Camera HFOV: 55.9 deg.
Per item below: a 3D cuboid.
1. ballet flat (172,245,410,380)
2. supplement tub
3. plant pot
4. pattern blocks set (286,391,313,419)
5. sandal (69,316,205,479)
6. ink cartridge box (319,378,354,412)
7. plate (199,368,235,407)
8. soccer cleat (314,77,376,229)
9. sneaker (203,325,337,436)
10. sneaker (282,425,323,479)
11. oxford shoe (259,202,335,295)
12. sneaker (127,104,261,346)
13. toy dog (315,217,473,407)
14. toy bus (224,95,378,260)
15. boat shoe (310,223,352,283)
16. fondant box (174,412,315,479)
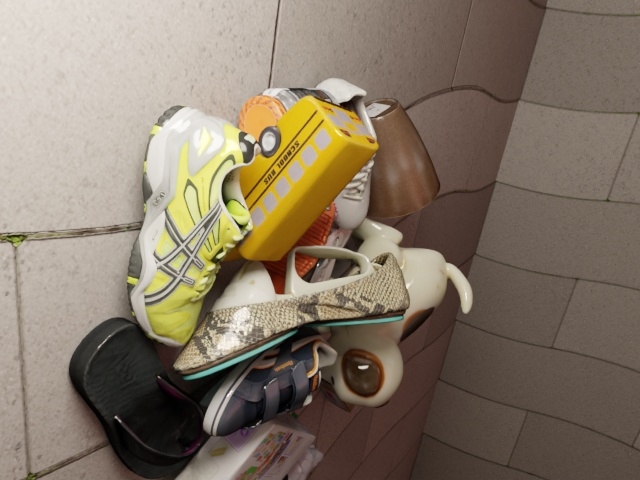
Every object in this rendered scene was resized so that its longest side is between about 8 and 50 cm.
[{"bbox_3d":[-0.050,0.106,1.108,0.483,0.164,0.182,-11,89,-29],"label":"ballet flat"},{"bbox_3d":[-0.051,-0.211,1.069,0.190,0.117,0.117,-22,129,-57],"label":"supplement tub"},{"bbox_3d":[0.154,-0.206,1.418,0.215,0.215,0.230,-48,132,-37],"label":"plant pot"},{"bbox_3d":[-0.135,0.440,1.470,0.285,0.026,0.325,-56,154,7],"label":"pattern blocks set"},{"bbox_3d":[-0.281,0.305,1.032,0.167,0.107,0.446,-54,151,-29],"label":"sandal"},{"bbox_3d":[0.083,0.398,1.854,0.193,0.088,0.235,-57,153,-20],"label":"ink cartridge box"},{"bbox_3d":[-0.169,0.292,1.245,0.188,0.024,0.188,-37,165,-12],"label":"plate"},{"bbox_3d":[0.055,-0.157,1.215,0.116,0.143,0.331,-27,121,-27],"label":"soccer cleat"},{"bbox_3d":[-0.081,0.269,1.152,0.321,0.127,0.126,-41,151,-47],"label":"sneaker"},{"bbox_3d":[-0.087,0.682,1.681,0.210,0.137,0.366,-41,141,-39],"label":"sneaker"},{"bbox_3d":[-0.076,0.067,1.253,0.364,0.130,0.133,-58,161,1],"label":"oxford shoe"},{"bbox_3d":[-0.187,0.003,0.903,0.145,0.147,0.385,-59,162,-64],"label":"sneaker"},{"bbox_3d":[0.140,0.207,1.488,0.284,0.395,0.408,81,31,-66],"label":"toy dog"},{"bbox_3d":[-0.065,-0.078,0.975,0.108,0.130,0.333,4,136,-50],"label":"toy bus"},{"bbox_3d":[0.000,0.000,1.361,0.096,0.098,0.277,-13,122,-61],"label":"boat shoe"},{"bbox_3d":[-0.159,0.492,1.353,0.238,0.096,0.330,-49,155,-8],"label":"fondant box"}]
